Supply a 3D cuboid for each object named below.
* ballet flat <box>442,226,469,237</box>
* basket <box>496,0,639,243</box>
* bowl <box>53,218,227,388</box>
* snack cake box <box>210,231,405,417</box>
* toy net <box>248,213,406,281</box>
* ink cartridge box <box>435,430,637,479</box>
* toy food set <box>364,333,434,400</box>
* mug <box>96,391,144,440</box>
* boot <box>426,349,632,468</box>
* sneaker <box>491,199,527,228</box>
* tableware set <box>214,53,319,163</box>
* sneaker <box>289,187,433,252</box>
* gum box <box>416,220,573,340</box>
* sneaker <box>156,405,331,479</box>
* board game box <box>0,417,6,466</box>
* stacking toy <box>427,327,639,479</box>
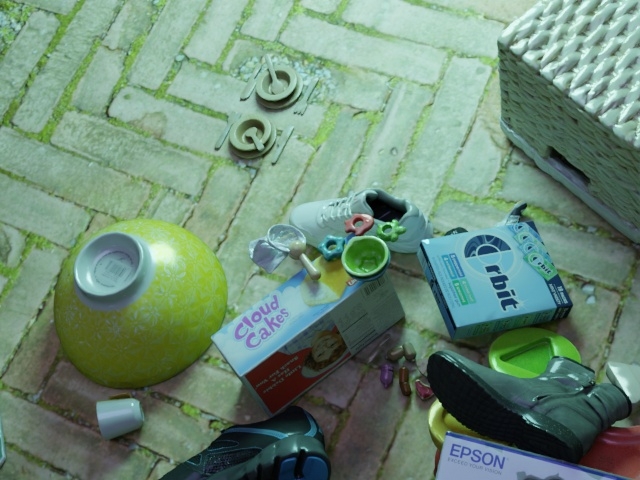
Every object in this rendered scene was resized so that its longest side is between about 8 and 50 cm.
[{"bbox_3d":[0.230,0.057,1.846,0.057,0.049,0.173,4,52,-32],"label":"ballet flat"},{"bbox_3d":[0.474,-0.239,1.813,0.331,0.266,0.328,-40,59,-7],"label":"basket"},{"bbox_3d":[-0.305,0.073,1.914,0.290,0.156,0.289,-7,60,12],"label":"bowl"},{"bbox_3d":[-0.013,0.127,1.802,0.264,0.152,0.089,-37,57,-7],"label":"snack cake box"},{"bbox_3d":[0.000,0.000,1.757,0.232,0.045,0.122,7,61,22],"label":"toy net"},{"bbox_3d":[0.262,0.424,1.493,0.304,0.072,0.307,14,71,12],"label":"ink cartridge box"},{"bbox_3d":[0.129,0.196,1.803,0.122,0.019,0.078,37,76,22],"label":"toy food set"},{"bbox_3d":[-0.306,0.262,1.863,0.064,0.062,0.078,-13,64,-1],"label":"mug"},{"bbox_3d":[0.276,0.201,1.617,0.246,0.083,0.161,32,43,25],"label":"boot"},{"bbox_3d":[0.296,-0.024,1.879,0.037,0.032,0.083,40,82,16],"label":"sneaker"},{"bbox_3d":[-0.097,-0.229,2.099,0.128,0.039,0.194,16,66,23],"label":"tableware set"},{"bbox_3d":[0.056,-0.045,1.903,0.232,0.115,0.090,1,61,16],"label":"sneaker"},{"bbox_3d":[0.255,0.057,1.788,0.184,0.041,0.157,-11,56,-15],"label":"gum box"},{"bbox_3d":[-0.145,0.352,1.752,0.341,0.125,0.139,-21,30,6],"label":"sneaker"},{"bbox_3d":[-0.726,0.252,1.991,0.390,0.050,0.389,-20,57,4],"label":"board game box"},{"bbox_3d":[0.323,0.273,1.682,0.309,0.130,0.279,18,41,21],"label":"stacking toy"}]
